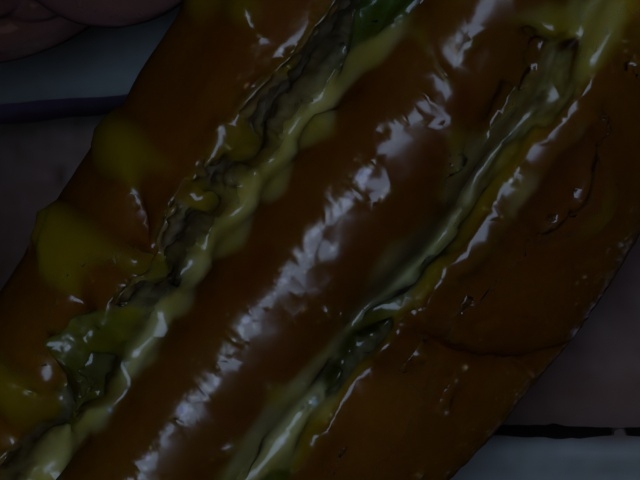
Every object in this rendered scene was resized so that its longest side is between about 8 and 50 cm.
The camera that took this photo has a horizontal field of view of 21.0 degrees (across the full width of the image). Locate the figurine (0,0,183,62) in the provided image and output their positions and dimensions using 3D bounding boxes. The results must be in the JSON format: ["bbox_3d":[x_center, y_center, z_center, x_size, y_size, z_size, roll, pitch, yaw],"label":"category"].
[{"bbox_3d":[-0.088,-0.092,0.372,0.126,0.157,0.114,24,113,9],"label":"figurine"}]

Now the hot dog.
[{"bbox_3d":[0.000,0.000,0.378,0.115,0.072,0.269,33,94,6],"label":"hot dog"}]
